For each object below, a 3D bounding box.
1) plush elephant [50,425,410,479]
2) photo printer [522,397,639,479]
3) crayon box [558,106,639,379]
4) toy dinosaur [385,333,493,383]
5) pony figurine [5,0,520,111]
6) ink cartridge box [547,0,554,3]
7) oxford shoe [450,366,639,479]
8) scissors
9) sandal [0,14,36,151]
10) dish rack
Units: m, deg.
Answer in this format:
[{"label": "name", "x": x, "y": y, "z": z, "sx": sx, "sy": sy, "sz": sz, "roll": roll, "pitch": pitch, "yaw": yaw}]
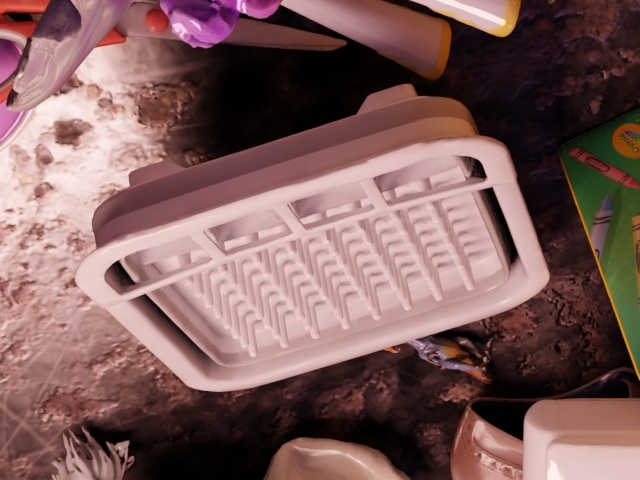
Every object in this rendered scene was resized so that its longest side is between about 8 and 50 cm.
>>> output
[{"label": "plush elephant", "x": -0.054, "y": 0.292, "z": 1.538, "sx": 0.255, "sy": 0.330, "sz": 0.272, "roll": 1, "pitch": 144, "yaw": -35}, {"label": "photo printer", "x": 0.275, "y": 0.271, "z": 1.472, "sx": 0.256, "sy": 0.107, "sz": 0.307, "roll": 1, "pitch": 107, "yaw": 1}, {"label": "crayon box", "x": 0.257, "y": 0.051, "z": 1.358, "sx": 0.081, "sy": 0.278, "sz": 0.165, "roll": -26, "pitch": 125, "yaw": 12}, {"label": "toy dinosaur", "x": 0.089, "y": 0.089, "z": 1.520, "sx": 0.082, "sy": 0.047, "sz": 0.090, "roll": 6, "pitch": 139, "yaw": 12}, {"label": "pony figurine", "x": -0.070, "y": -0.194, "z": 1.133, "sx": 0.363, "sy": 0.351, "sz": 0.302, "roll": 11, "pitch": 86, "yaw": -9}, {"label": "ink cartridge box", "x": 0.124, "y": -0.261, "z": 1.246, "sx": 0.109, "sy": 0.062, "sz": 0.209, "roll": -35, "pitch": 123, "yaw": 19}, {"label": "oxford shoe", "x": 0.283, "y": 0.173, "z": 1.550, "sx": 0.364, "sy": 0.130, "sz": 0.132, "roll": -4, "pitch": 119, "yaw": -5}, {"label": "scissors", "x": -0.128, "y": -0.157, "z": 1.315, "sx": 0.297, "sy": 0.021, "sz": 0.109, "roll": -10, "pitch": 89, "yaw": -17}, {"label": "sandal", "x": -0.394, "y": -0.090, "z": 1.294, "sx": 0.416, "sy": 0.102, "sz": 0.169, "roll": 3, "pitch": 126, "yaw": -8}, {"label": "dish rack", "x": 0.000, "y": 0.000, "z": 1.352, "sx": 0.286, "sy": 0.072, "sz": 0.333, "roll": -18, "pitch": 156, "yaw": 7}]
